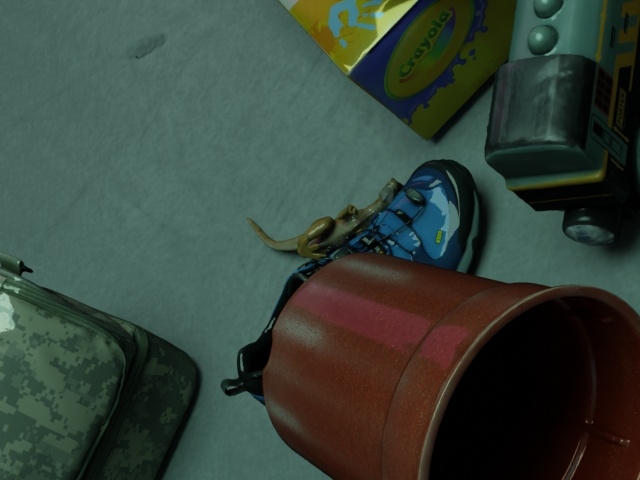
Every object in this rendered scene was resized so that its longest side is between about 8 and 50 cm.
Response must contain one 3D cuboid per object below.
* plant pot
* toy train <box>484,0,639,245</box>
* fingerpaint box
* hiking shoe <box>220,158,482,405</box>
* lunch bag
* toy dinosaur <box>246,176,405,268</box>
[{"bbox_3d":[0.104,0.138,1.631,0.265,0.272,0.272,21,81,50],"label":"plant pot"},{"bbox_3d":[0.244,-0.168,1.708,0.142,0.190,0.334,-3,66,35],"label":"toy train"},{"bbox_3d":[0.132,-0.386,1.919,0.445,0.163,0.371,-46,49,7],"label":"fingerpaint box"},{"bbox_3d":[0.040,0.046,1.793,0.113,0.132,0.304,33,89,42],"label":"hiking shoe"},{"bbox_3d":[-0.306,0.190,1.899,0.212,0.256,0.305,19,80,42],"label":"lunch bag"},{"bbox_3d":[0.000,0.000,1.909,0.211,0.064,0.112,-19,23,33],"label":"toy dinosaur"}]
